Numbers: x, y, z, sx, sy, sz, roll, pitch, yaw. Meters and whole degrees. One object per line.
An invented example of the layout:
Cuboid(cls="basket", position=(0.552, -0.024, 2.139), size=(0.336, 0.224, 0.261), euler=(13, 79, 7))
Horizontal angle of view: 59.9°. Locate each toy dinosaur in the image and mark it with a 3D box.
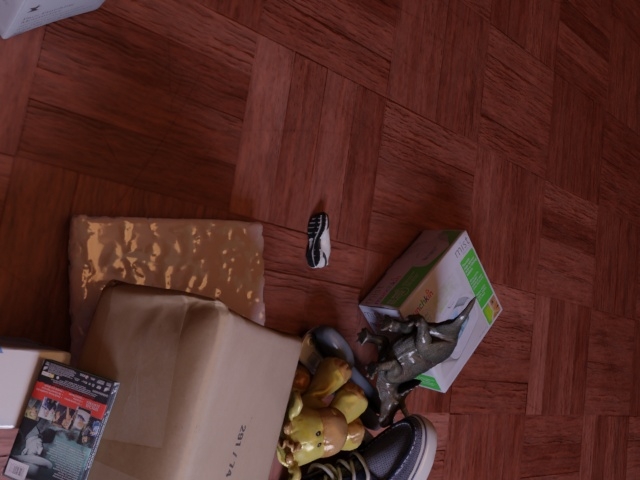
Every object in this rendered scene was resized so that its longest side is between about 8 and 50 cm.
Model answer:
Cuboid(cls="toy dinosaur", position=(0.174, 0.198, 1.025), size=(0.160, 0.121, 0.314), euler=(27, 110, -35))

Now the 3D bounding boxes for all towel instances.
Cuboid(cls="towel", position=(-0.226, 0.128, 0.864), size=(0.316, 0.053, 0.332), euler=(-1, 90, -40))

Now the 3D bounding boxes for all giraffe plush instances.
Cuboid(cls="giraffe plush", position=(-0.019, 0.295, 0.898), size=(0.210, 0.170, 0.181), euler=(-28, 85, -6))

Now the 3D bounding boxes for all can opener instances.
Cuboid(cls="can opener", position=(0.052, 0.270, 1.065), size=(0.074, 0.093, 0.280), euler=(-54, 124, -27))

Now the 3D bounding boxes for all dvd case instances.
Cuboid(cls="dvd case", position=(-0.261, 0.189, 0.559), size=(0.013, 0.087, 0.120), euler=(55, 49, -72))

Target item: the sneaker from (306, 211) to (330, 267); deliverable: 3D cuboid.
Cuboid(cls="sneaker", position=(0.000, 0.000, 1.063), size=(0.043, 0.040, 0.109), euler=(14, 83, -54))

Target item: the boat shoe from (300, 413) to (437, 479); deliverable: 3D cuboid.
Cuboid(cls="boat shoe", position=(0.051, 0.429, 0.973), size=(0.158, 0.127, 0.341), euler=(36, 91, -26))

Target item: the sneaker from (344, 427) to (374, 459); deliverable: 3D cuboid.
Cuboid(cls="sneaker", position=(0.073, 0.446, 1.090), size=(0.068, 0.071, 0.170), euler=(10, 98, -17))

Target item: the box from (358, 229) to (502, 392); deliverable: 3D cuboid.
Cuboid(cls="box", position=(0.241, 0.142, 1.195), size=(0.262, 0.126, 0.231), euler=(-43, 116, -30))

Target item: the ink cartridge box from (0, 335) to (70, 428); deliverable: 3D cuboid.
Cuboid(cls="ink cartridge box", position=(-0.394, 0.153, 0.633), size=(0.148, 0.203, 0.086), euler=(14, 78, -38))

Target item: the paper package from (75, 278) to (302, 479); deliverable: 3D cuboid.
Cuboid(cls="paper package", position=(-0.167, 0.243, 0.695), size=(0.309, 0.168, 0.325), euler=(47, 54, -68))

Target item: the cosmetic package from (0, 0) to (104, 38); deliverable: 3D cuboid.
Cuboid(cls="cosmetic package", position=(-0.353, -0.371, 0.691), size=(0.151, 0.183, 0.151), euler=(-38, 112, -32))
